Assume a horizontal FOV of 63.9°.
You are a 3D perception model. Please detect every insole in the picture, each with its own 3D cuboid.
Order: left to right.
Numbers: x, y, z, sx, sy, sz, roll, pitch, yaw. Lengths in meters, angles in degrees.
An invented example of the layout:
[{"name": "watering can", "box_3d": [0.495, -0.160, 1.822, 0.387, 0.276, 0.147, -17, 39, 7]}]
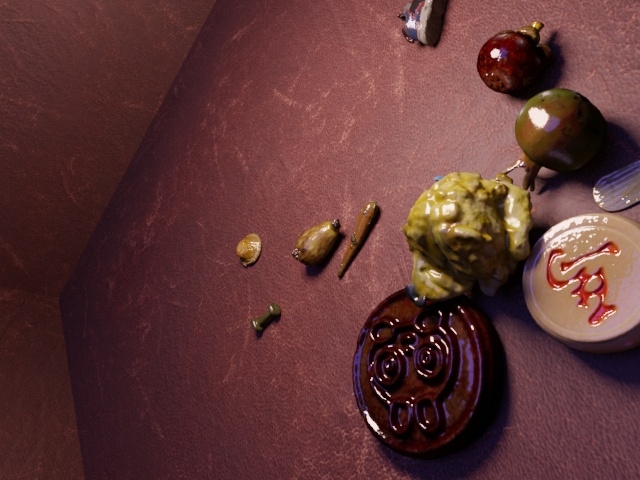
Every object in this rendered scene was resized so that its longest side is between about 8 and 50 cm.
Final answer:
[{"name": "insole", "box_3d": [0.687, -0.166, 0.968, 0.348, 0.009, 0.119, -36, 52, 33]}]

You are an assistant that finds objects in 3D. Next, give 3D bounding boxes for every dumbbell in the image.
[{"name": "dumbbell", "box_3d": [-0.182, 0.255, 1.709, 0.118, 0.046, 0.052, -44, 52, 27]}]

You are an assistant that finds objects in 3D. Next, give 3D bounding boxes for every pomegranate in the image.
[{"name": "pomegranate", "box_3d": [0.485, -0.207, 1.091, 0.224, 0.181, 0.182, -60, 39, 35]}]

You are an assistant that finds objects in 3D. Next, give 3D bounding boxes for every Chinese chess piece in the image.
[{"name": "Chinese chess piece", "box_3d": [0.523, 0.079, 0.975, 0.273, 0.102, 0.273, -20, 61, 41]}]

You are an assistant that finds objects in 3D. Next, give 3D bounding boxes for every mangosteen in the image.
[{"name": "mangosteen", "box_3d": [0.464, -0.439, 1.238, 0.181, 0.156, 0.146, -55, 6, -27]}]

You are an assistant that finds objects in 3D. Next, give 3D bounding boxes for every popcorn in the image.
[{"name": "popcorn", "box_3d": [0.325, -0.012, 1.114, 0.293, 0.237, 0.293, 40, 140, 44]}]

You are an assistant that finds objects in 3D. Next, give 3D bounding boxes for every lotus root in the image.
[{"name": "lotus root", "box_3d": [0.000, 0.000, 1.588, 0.190, 0.094, 0.108, -40, 70, 19]}]

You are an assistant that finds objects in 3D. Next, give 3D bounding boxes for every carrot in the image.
[{"name": "carrot", "box_3d": [0.105, -0.002, 1.511, 0.049, 0.049, 0.255, 36, 106, 48]}]

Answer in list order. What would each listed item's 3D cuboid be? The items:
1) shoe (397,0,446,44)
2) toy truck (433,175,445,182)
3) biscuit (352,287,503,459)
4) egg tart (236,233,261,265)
[{"name": "shoe", "box_3d": [0.298, -0.684, 1.531, 0.125, 0.099, 0.228, 2, 80, 45]}, {"name": "toy truck", "box_3d": [0.323, -0.133, 1.321, 0.073, 0.056, 0.090, -32, 40, 30]}, {"name": "biscuit", "box_3d": [0.229, 0.300, 1.214, 0.407, 0.091, 0.408, -20, 61, 41]}, {"name": "egg tart", "box_3d": [-0.270, 0.029, 1.895, 0.128, 0.049, 0.129, -21, 59, 39]}]
